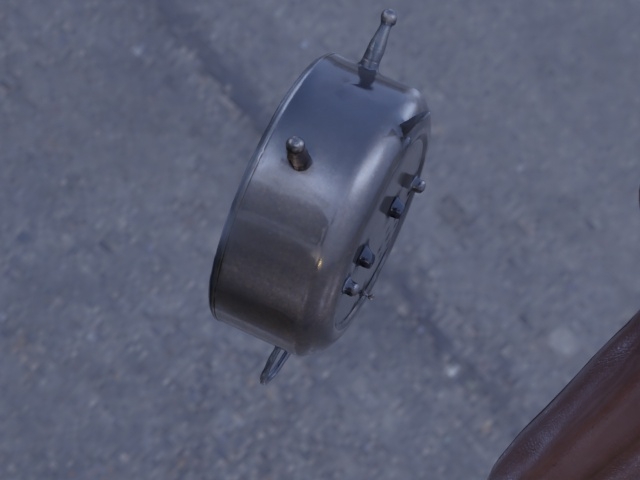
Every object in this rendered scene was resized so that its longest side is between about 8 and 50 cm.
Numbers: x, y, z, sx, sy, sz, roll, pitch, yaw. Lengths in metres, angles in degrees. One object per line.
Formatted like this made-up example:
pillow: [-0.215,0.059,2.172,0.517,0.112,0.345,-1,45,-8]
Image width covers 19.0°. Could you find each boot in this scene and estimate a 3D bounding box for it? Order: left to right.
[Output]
boot: [0.055,0.025,0.339,0.106,0.114,0.037,-1,52,-49]

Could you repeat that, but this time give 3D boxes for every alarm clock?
alarm clock: [0.000,0.000,0.860,0.064,0.192,0.129,26,46,8]
